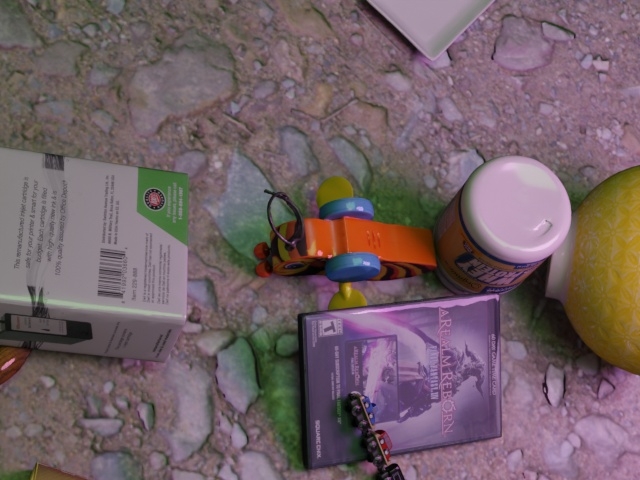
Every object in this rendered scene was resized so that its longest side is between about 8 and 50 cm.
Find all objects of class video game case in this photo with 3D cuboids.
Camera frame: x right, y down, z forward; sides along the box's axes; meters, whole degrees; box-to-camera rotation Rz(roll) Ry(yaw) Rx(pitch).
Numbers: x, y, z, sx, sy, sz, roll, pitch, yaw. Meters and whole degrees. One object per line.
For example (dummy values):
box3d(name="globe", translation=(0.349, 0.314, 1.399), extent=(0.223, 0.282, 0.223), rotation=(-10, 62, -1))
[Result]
box3d(name="video game case", translation=(0.105, 0.174, 1.613), extent=(0.274, 0.026, 0.196), rotation=(-5, 99, -20))

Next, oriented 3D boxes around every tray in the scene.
box3d(name="tray", translation=(0.189, -0.387, 1.898), extent=(0.145, 0.030, 0.270), rotation=(44, 63, 1))

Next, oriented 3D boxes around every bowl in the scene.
box3d(name="bowl", translation=(0.384, 0.030, 1.697), extent=(0.156, 0.289, 0.289), rotation=(8, 66, 8))

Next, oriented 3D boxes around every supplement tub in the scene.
box3d(name="supplement tub", translation=(0.230, -0.011, 1.668), extent=(0.144, 0.199, 0.144), rotation=(4, 68, -10))

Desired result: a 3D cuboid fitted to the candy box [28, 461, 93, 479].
box3d(name="candy box", translation=(-0.303, 0.357, 1.432), extent=(0.109, 0.053, 0.186), rotation=(20, 64, -10))

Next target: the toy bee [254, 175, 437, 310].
box3d(name="toy bee", translation=(0.000, 0.000, 1.637), extent=(0.298, 0.162, 0.195), rotation=(35, 51, -32))

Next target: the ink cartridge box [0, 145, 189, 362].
box3d(name="ink cartridge box", translation=(-0.309, 0.014, 1.504), extent=(0.289, 0.121, 0.211), rotation=(8, 57, -16))

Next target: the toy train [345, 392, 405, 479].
box3d(name="toy train", translation=(0.072, 0.255, 1.583), extent=(0.036, 0.027, 0.158), rotation=(-29, 107, -19))

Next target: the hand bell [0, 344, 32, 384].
box3d(name="hand bell", translation=(-0.417, 0.182, 1.445), extent=(0.126, 0.126, 0.242), rotation=(45, 51, 1))
